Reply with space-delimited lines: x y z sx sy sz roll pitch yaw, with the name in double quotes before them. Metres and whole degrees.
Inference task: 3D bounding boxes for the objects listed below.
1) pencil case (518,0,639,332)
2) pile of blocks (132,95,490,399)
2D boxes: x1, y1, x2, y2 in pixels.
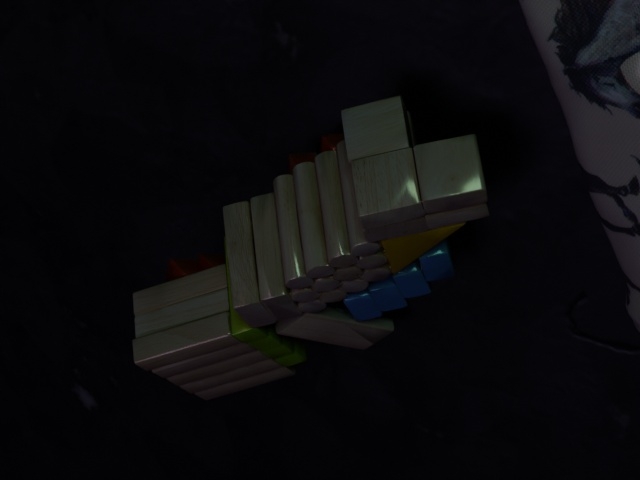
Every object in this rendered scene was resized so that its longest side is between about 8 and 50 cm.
"pencil case" 0.183 -0.142 0.731 0.183 0.160 0.410 8 127 52
"pile of blocks" 0.000 0.000 1.079 0.362 0.149 0.112 -33 54 41
